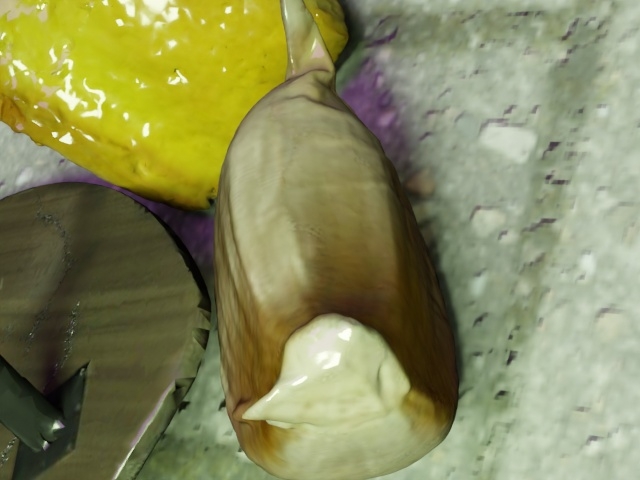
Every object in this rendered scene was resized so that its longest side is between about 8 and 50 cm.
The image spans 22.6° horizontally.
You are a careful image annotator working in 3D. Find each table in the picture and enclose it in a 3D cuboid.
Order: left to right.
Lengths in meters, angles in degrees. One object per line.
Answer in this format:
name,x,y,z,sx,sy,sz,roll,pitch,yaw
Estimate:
table,-0.254,0.052,0.635,0.317,0.249,0.317,-37,34,31

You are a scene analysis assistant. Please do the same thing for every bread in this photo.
bread,-0.109,-0.146,0.741,0.160,0.147,0.260,-38,51,25

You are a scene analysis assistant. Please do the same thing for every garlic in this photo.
garlic,0.001,-0.002,0.592,0.091,0.128,0.198,-5,54,5
